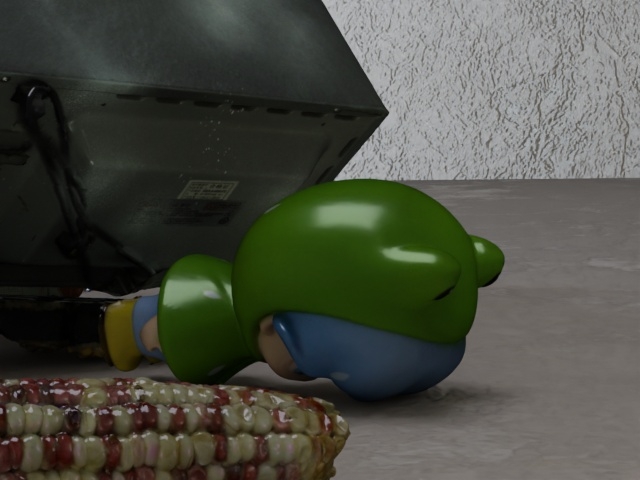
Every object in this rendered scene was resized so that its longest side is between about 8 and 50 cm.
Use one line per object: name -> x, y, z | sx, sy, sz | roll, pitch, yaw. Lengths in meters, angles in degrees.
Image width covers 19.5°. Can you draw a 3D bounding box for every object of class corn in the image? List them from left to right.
corn -> -0.101, 0.099, 0.859 | 0.237, 0.079, 0.079 | 0, 5, -16

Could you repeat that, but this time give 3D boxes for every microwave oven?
microwave oven -> -0.219, -0.144, 1.457 | 0.432, 0.374, 0.236 | 2, -42, -42

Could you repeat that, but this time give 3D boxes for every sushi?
sushi -> -0.192, 0.064, 1.389 | 0.280, 0.043, 0.192 | 3, -2, -29

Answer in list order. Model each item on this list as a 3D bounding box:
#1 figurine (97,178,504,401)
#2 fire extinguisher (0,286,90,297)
figurine -> -0.017, 0.039, 1.203 | 0.263, 0.143, 0.162 | -10, -5, 26
fire extinguisher -> -0.275, 0.035, 1.731 | 0.177, 0.050, 0.062 | -1, -27, -13
